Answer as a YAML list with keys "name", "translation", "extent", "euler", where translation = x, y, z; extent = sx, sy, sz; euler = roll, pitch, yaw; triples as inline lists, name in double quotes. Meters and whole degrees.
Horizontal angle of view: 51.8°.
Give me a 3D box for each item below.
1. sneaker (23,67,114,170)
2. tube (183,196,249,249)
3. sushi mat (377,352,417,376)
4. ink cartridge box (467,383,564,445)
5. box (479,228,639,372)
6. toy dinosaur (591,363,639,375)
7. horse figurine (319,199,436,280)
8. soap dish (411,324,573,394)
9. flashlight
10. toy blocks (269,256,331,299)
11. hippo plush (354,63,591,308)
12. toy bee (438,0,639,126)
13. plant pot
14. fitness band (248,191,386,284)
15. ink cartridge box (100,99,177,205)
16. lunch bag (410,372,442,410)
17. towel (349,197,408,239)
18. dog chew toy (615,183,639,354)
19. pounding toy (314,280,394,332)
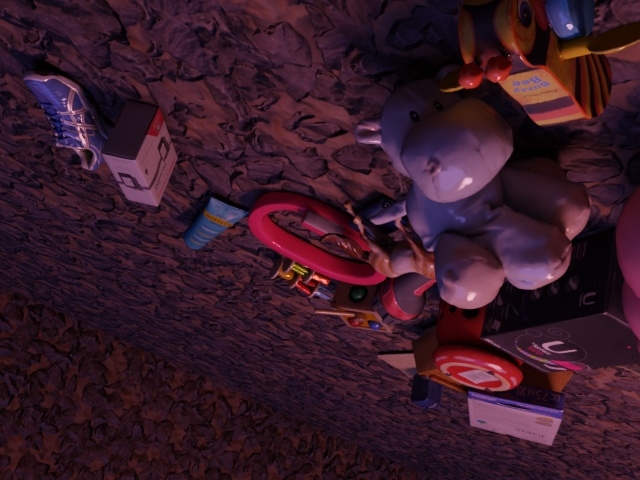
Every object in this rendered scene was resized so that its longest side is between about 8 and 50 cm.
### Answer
- name: "sneaker"
  translation: [-0.419, -0.202, 1.108]
  extent: [0.080, 0.081, 0.211]
  euler: [7, 151, 30]
- name: "tube"
  translation: [-0.224, -0.037, 1.357]
  extent: [0.080, 0.052, 0.207]
  euler: [18, 153, -24]
- name: "sushi mat"
  translation: [0.304, 0.331, 1.757]
  extent: [0.151, 0.019, 0.316]
  euler: [34, 152, -27]
- name: "ink cartridge box"
  translation: [0.407, 0.354, 1.387]
  extent: [0.185, 0.065, 0.311]
  euler: [9, 157, 19]
- name: "box"
  translation: [0.414, 0.110, 1.057]
  extent: [0.165, 0.143, 0.270]
  euler: [27, 154, -17]
- name: "toy dinosaur"
  translation: [0.566, 0.232, 1.306]
  extent: [0.268, 0.064, 0.118]
  euler: [25, 149, -20]
- name: "horse figurine"
  translation: [0.128, 0.012, 1.070]
  extent: [0.263, 0.066, 0.174]
  euler: [3, 138, 42]
- name: "soap dish"
  translation: [0.375, 0.284, 1.485]
  extent: [0.290, 0.118, 0.229]
  euler: [24, 155, -12]
- name: "flashlight"
  translation: [0.196, 0.075, 1.213]
  extent: [0.103, 0.103, 0.304]
  euler: [57, 150, 8]
- name: "toy blocks"
  translation: [-0.023, 0.085, 1.443]
  extent: [0.148, 0.054, 0.123]
  euler: [29, 155, -20]
- name: "hippo plush"
  translation: [0.183, -0.096, 0.799]
  extent: [0.237, 0.234, 0.294]
  euler: [65, 175, -35]
- name: "toy bee"
  translation: [0.173, -0.182, 0.609]
  extent: [0.298, 0.162, 0.195]
  euler: [28, 156, -19]
- name: "plant pot"
  translation: [0.308, 0.179, 1.252]
  extent: [0.191, 0.174, 0.191]
  euler: [18, 155, 9]
- name: "fitness band"
  translation: [0.000, 0.000, 1.259]
  extent: [0.290, 0.054, 0.209]
  euler: [29, 157, -18]
- name: "ink cartridge box"
  translation: [-0.299, -0.143, 1.106]
  extent: [0.063, 0.109, 0.150]
  euler: [13, 155, 7]
- name: "lunch bag"
  translation: [0.293, 0.413, 1.793]
  extent: [0.065, 0.099, 0.067]
  euler: [31, 148, -30]
- name: "towel"
  translation: [0.100, -0.037, 1.126]
  extent: [0.067, 0.029, 0.119]
  euler: [30, 155, -15]
- name: "dog chew toy"
  translation: [0.459, 0.058, 0.791]
  extent: [0.206, 0.207, 0.332]
  euler: [8, 140, 24]
- name: "pounding toy"
  translation: [0.081, 0.148, 1.440]
  extent: [0.130, 0.100, 0.141]
  euler: [4, 152, 30]
